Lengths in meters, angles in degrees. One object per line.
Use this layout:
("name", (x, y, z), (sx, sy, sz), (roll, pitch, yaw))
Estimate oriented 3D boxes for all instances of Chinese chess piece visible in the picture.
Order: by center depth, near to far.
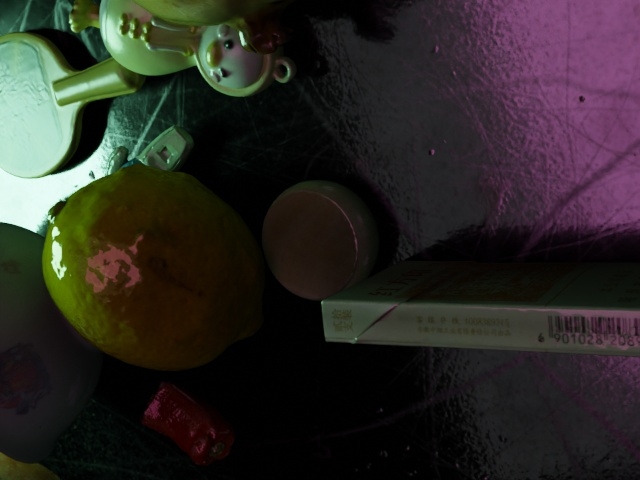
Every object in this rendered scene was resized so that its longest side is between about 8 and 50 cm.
("Chinese chess piece", (0.000, 0.000, 1.268), (0.144, 0.058, 0.144), (8, 105, 30))

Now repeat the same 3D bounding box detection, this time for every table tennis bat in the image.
("table tennis bat", (-0.355, -0.191, 1.435), (0.321, 0.050, 0.198), (-10, 95, 35))

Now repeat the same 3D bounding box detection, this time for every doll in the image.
("doll", (-0.162, -0.248, 1.266), (0.296, 0.117, 0.141), (25, 115, 23))

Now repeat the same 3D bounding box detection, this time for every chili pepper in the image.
("chili pepper", (-0.171, 0.243, 1.413), (0.123, 0.073, 0.070), (34, 157, 21))

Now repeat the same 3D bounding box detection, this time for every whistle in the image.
("whistle", (-0.245, -0.057, 1.383), (0.114, 0.077, 0.235), (48, 117, 2))

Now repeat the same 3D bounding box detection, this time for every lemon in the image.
("lemon", (-0.193, 0.035, 1.275), (0.288, 0.233, 0.233), (28, 118, -16))

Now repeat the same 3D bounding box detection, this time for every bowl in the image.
("bowl", (-0.368, 0.098, 1.386), (0.157, 0.345, 0.345), (-25, 88, 5))

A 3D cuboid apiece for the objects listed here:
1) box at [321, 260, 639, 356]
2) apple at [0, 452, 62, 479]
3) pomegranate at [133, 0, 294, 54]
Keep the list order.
("box", (0.207, 0.062, 1.081), (0.365, 0.204, 0.051), (-1, 101, 29))
("apple", (-0.482, 0.464, 1.501), (0.305, 0.338, 0.338), (-33, 84, 50))
("pomegranate", (-0.097, -0.361, 1.101), (0.307, 0.307, 0.307), (7, 104, 28))
